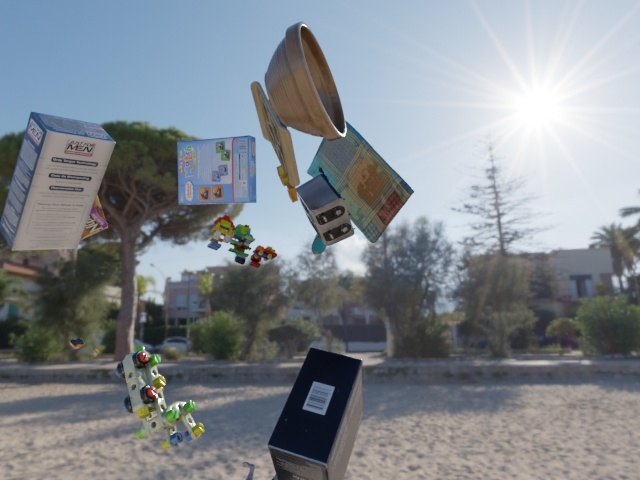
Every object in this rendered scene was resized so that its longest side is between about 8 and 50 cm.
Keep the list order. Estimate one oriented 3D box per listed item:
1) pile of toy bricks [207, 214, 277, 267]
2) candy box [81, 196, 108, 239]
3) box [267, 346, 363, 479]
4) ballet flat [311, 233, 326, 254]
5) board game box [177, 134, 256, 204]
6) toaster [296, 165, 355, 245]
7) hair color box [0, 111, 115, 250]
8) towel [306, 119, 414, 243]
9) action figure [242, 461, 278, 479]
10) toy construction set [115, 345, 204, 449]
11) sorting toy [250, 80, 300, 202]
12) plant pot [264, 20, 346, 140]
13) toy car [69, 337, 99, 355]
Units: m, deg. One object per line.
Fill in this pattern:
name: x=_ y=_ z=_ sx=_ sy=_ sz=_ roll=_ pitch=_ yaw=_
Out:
pile of toy bricks: x=-0.238 y=-0.006 z=1.430 sx=0.212 sy=0.105 sz=0.118 roll=24 pitch=-35 yaw=-29
candy box: x=-0.863 y=-0.102 z=1.743 sx=0.109 sy=0.053 sz=0.187 roll=-32 pitch=-34 yaw=-32
box: x=0.003 y=0.570 z=1.450 sx=0.178 sy=0.343 sz=0.313 roll=9 pitch=-48 yaw=18
ballet flat: x=0.000 y=0.000 z=1.835 sx=0.057 sy=0.168 sz=0.052 roll=31 pitch=-37 yaw=-9
board game box: x=-0.259 y=-0.171 z=1.176 sx=0.211 sy=0.160 sz=0.039 roll=1 pitch=3 yaw=22
toaster: x=0.012 y=-0.101 z=1.476 sx=0.110 sy=0.186 sz=0.168 roll=-28 pitch=-45 yaw=-5
hair color box: x=-0.688 y=-0.143 z=1.237 sx=0.105 sy=0.347 sz=0.173 roll=42 pitch=23 yaw=27
towel: x=0.115 y=-0.201 z=1.572 sx=0.040 sy=0.370 sz=0.272 roll=-25 pitch=-23 yaw=-40
action figure: x=-0.247 y=0.906 z=1.576 sx=0.178 sy=0.330 sz=0.341 roll=-26 pitch=-67 yaw=25
toy construction set: x=-0.468 y=0.420 z=1.337 sx=0.151 sy=0.328 sz=0.215 roll=-44 pitch=-31 yaw=1
sorting toy: x=-0.110 y=-0.260 z=1.319 sx=0.041 sy=0.229 sz=0.307 roll=-24 pitch=-34 yaw=-10
plant pot: x=-0.039 y=-0.306 z=0.969 sx=0.109 sy=0.238 sz=0.237 roll=-18 pitch=-18 yaw=18
toy car: x=-1.023 y=0.469 z=2.044 sx=0.122 sy=0.041 sz=0.060 roll=33 pitch=14 yaw=7
